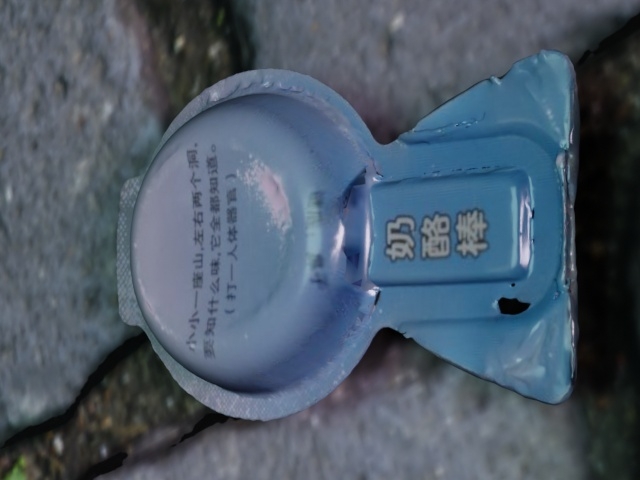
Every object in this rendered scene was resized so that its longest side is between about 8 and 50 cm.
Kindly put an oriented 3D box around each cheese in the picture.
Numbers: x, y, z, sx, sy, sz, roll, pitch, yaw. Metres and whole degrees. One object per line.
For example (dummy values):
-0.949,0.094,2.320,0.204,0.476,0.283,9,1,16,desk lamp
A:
0.000,0.000,0.736,0.245,0.052,0.135,-4,86,46,cheese
